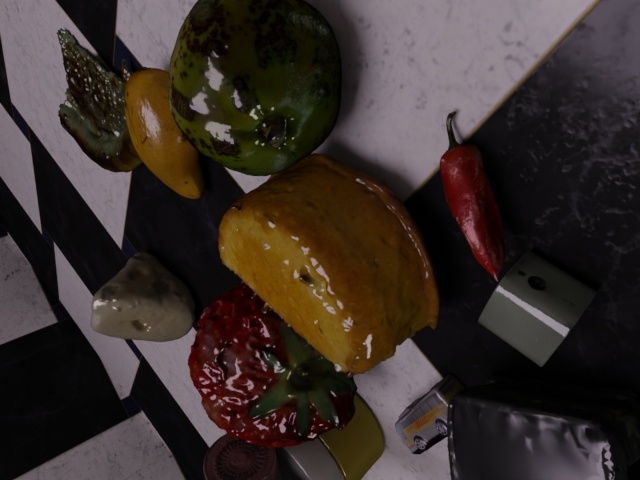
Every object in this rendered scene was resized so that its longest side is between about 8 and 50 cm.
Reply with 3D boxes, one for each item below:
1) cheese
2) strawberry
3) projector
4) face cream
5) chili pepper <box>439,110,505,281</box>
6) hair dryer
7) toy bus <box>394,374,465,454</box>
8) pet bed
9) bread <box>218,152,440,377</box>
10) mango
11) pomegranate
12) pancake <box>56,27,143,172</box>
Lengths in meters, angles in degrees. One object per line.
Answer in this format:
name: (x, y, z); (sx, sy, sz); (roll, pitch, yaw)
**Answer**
cheese: (-0.449, 0.152, 1.347); (0.247, 0.251, 0.174); (17, 124, -6)
strawberry: (-0.110, 0.205, 0.879); (0.309, 0.291, 0.292); (-14, 106, 38)
projector: (0.235, 0.073, 0.543); (0.082, 0.083, 0.083); (36, 139, 26)
face cream: (-0.010, 0.405, 0.990); (0.218, 0.179, 0.218); (29, 135, 33)
chili pepper: (0.165, -0.047, 0.547); (0.050, 0.059, 0.191); (-18, 83, 33)
hair dryer: (-0.040, 0.491, 0.850); (0.352, 0.125, 0.210); (20, 131, 31)
toy bus: (0.178, 0.279, 0.788); (0.072, 0.057, 0.172); (49, 143, 21)
pet bed: (0.280, 0.263, 0.590); (0.210, 0.159, 0.183); (-10, 83, 50)
bread: (0.000, 0.000, 0.662); (0.340, 0.194, 0.179); (37, 145, 30)
mango: (-0.292, -0.190, 0.932); (0.157, 0.109, 0.262); (20, 132, 34)
pomegranate: (-0.103, -0.214, 0.612); (0.276, 0.204, 0.222); (45, 123, 12)
pancake: (-0.504, -0.293, 1.137); (0.426, 0.067, 0.305); (33, 136, 32)
